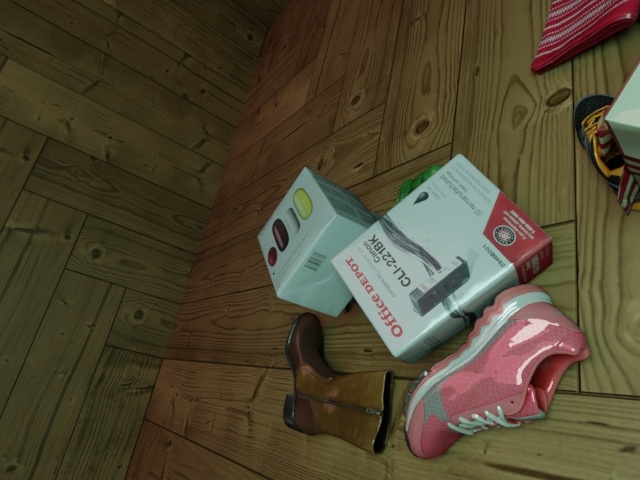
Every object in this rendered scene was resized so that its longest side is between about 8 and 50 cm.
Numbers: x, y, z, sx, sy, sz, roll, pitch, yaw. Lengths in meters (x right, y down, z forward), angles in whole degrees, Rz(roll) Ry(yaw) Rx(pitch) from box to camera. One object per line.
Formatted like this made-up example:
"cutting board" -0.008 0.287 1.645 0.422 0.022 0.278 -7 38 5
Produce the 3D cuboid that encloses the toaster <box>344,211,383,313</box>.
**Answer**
"toaster" 0.081 0.047 0.965 0.168 0.110 0.186 -25 49 49

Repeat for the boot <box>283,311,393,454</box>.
"boot" 0.029 0.272 0.898 0.280 0.096 0.264 -18 53 50

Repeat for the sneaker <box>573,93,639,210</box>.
"sneaker" 0.413 -0.144 0.615 0.084 0.083 0.215 -42 36 37

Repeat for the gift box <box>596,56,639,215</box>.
"gift box" 0.439 -0.126 0.406 0.258 0.276 0.255 36 96 44

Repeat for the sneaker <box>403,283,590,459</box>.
"sneaker" 0.233 0.211 0.606 0.314 0.115 0.136 -57 33 14

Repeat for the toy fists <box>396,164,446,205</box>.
"toy fists" 0.200 -0.017 0.842 0.142 0.096 0.279 -4 64 54

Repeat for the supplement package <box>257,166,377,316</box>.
"supplement package" 0.000 0.000 0.867 0.194 0.149 0.203 -54 34 18

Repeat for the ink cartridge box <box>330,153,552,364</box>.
"ink cartridge box" 0.181 0.034 0.688 0.273 0.114 0.197 -40 57 9

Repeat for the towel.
"towel" 0.467 -0.438 0.744 0.275 0.031 0.199 -70 15 -10

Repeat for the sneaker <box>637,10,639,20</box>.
"sneaker" 0.499 -0.318 0.635 0.059 0.053 0.144 -52 31 24
